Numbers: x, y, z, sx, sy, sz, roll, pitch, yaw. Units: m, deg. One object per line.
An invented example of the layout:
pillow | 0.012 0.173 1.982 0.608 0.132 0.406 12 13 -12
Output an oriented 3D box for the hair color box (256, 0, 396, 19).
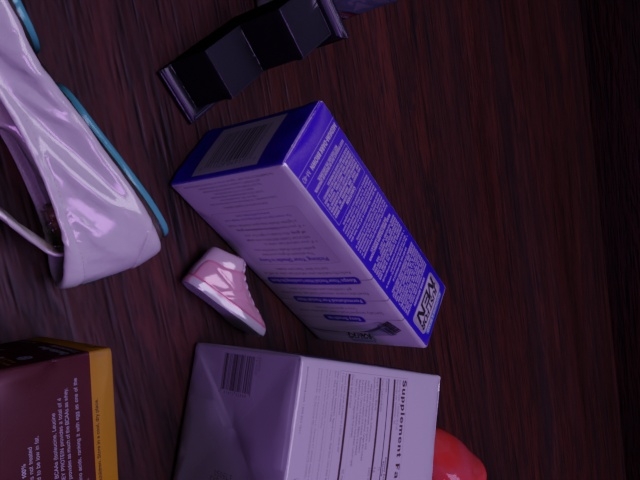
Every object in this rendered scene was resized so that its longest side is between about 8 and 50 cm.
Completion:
hair color box | 0.080 -0.400 0.687 0.114 0.374 0.185 -14 99 -49

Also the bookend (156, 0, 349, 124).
bookend | -0.076 -0.218 0.665 0.156 0.157 0.072 -53 126 -37

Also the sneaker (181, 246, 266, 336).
sneaker | -0.102 0.060 0.701 0.134 0.051 0.070 47 60 -33

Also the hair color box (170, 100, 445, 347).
hair color box | 0.000 0.000 0.721 0.339 0.185 0.110 53 50 -34

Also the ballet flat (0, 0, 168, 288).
ballet flat | -0.273 -0.124 0.468 0.139 0.139 0.400 -48 124 -39

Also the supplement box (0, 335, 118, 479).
supplement box | -0.275 0.186 0.433 0.194 0.129 0.191 -4 91 -50

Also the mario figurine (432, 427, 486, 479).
mario figurine | 0.157 0.439 0.919 0.170 0.198 0.320 -19 116 -32

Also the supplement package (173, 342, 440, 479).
supplement package | -0.003 0.234 0.712 0.293 0.178 0.175 21 72 -48
